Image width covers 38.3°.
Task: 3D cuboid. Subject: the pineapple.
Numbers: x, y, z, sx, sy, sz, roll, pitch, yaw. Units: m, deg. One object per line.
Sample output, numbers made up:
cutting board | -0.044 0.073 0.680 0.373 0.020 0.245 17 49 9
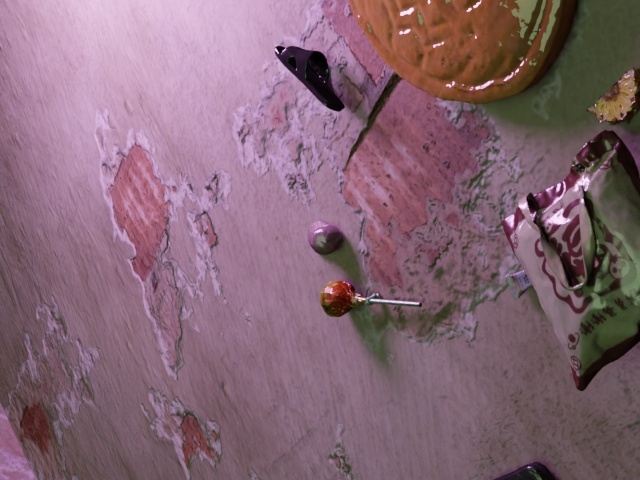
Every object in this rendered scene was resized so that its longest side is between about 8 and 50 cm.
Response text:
pineapple | 0.346 -0.159 1.059 0.083 0.019 0.045 -51 56 46

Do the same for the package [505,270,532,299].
package | 0.285 0.043 1.195 0.110 0.015 0.037 -34 69 48

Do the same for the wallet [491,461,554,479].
wallet | 0.313 0.434 1.261 0.149 0.044 0.250 -44 67 43

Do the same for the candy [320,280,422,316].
candy | 0.078 0.095 1.440 0.201 0.060 0.061 0 101 43

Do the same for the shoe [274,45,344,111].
shoe | -0.007 -0.263 1.421 0.159 0.062 0.053 53 123 27

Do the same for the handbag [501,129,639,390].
handbag | 0.324 0.021 1.060 0.213 0.127 0.235 -49 52 44

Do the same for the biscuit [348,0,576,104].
biscuit | 0.167 -0.369 1.176 0.385 0.062 0.365 39 128 37

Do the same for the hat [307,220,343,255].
hat | -0.003 0.000 1.505 0.087 0.042 0.058 4 103 50
